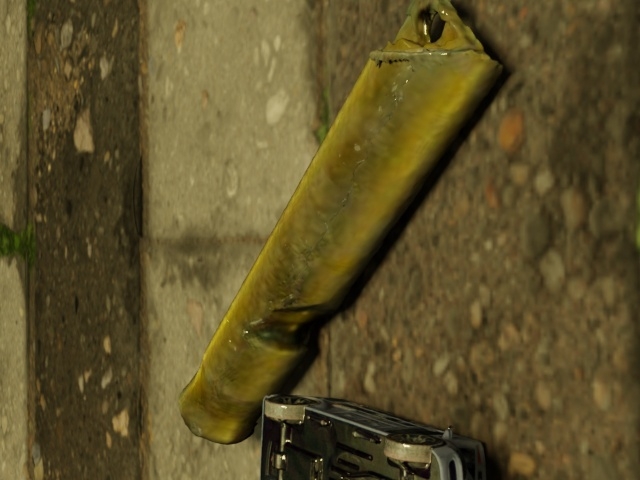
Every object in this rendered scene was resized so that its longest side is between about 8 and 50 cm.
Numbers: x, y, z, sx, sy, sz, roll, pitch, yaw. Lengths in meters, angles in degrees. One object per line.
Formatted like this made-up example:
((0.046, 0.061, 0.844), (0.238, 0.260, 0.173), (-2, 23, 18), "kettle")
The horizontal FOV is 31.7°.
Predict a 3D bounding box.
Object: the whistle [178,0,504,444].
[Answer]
((-0.001, 0.000, 0.651), (0.326, 0.057, 0.068), (-59, 45, 35), "whistle")

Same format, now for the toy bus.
((0.030, 0.124, 0.591), (0.167, 0.076, 0.073), (8, 95, 57), "toy bus")
